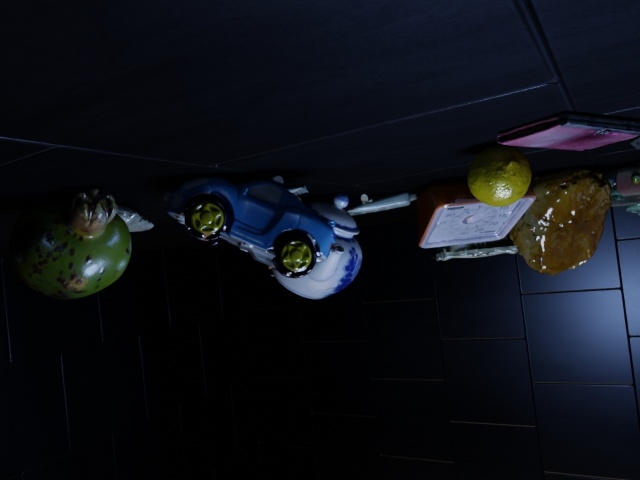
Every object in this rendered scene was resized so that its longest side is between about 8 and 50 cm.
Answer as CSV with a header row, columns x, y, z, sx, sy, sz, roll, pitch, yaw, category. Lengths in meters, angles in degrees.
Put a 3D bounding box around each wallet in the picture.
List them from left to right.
x,y,z,sx,sy,sz,roll,pitch,yaw,category
0.397,-0.168,0.820,0.232,0.025,0.119,-4,178,-34,wallet

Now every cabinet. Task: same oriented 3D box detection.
x,y,z,sx,sy,sz,roll,pitch,yaw,category
0.518,-0.053,1.729,0.289,0.228,0.318,-6,179,14,cabinet

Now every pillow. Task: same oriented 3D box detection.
x,y,z,sx,sy,sz,roll,pitch,yaw,category
-0.457,-0.046,1.167,0.128,0.051,0.229,1,176,-7,pillow

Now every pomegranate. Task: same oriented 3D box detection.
x,y,z,sx,sy,sz,roll,pitch,yaw,category
-0.434,-0.003,0.931,0.202,0.202,0.248,-5,147,-42,pomegranate

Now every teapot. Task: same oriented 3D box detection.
x,y,z,sx,sy,sz,roll,pitch,yaw,category
0.000,0.000,1.384,0.252,0.280,0.424,23,-166,-13,teapot

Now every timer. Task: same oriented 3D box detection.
x,y,z,sx,sy,sz,roll,pitch,yaw,category
0.400,-0.088,1.390,0.257,0.162,0.250,-6,170,-5,timer

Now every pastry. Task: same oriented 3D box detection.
x,y,z,sx,sy,sz,roll,pitch,yaw,category
0.661,-0.062,1.461,0.254,0.311,0.162,2,-155,-15,pastry

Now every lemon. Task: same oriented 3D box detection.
x,y,z,sx,sy,sz,roll,pitch,yaw,category
0.314,-0.113,0.919,0.108,0.109,0.133,-7,171,7,lemon

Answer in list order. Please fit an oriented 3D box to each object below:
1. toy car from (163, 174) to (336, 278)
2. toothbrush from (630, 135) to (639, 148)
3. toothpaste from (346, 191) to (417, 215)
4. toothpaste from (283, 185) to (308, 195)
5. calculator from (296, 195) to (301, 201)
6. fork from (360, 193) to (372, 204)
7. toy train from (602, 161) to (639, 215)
x,y,z,sx,sy,sz,roll,pitch,yaw,category
-0.121,-0.043,0.946,0.314,0.166,0.198,23,171,-8,toy car
0.567,-0.184,0.892,0.030,0.031,0.297,21,-170,20,toothbrush
0.174,-0.103,1.508,0.217,0.041,0.064,-13,173,-1,toothpaste
-0.129,-0.094,1.152,0.205,0.036,0.056,-11,176,4,toothpaste
-0.146,-0.079,1.331,0.141,0.045,0.246,-6,178,-28,calculator
0.134,-0.119,1.557,0.033,0.029,0.219,1,176,10,fork
0.912,-0.158,1.419,0.221,0.151,0.304,7,173,-32,toy train
